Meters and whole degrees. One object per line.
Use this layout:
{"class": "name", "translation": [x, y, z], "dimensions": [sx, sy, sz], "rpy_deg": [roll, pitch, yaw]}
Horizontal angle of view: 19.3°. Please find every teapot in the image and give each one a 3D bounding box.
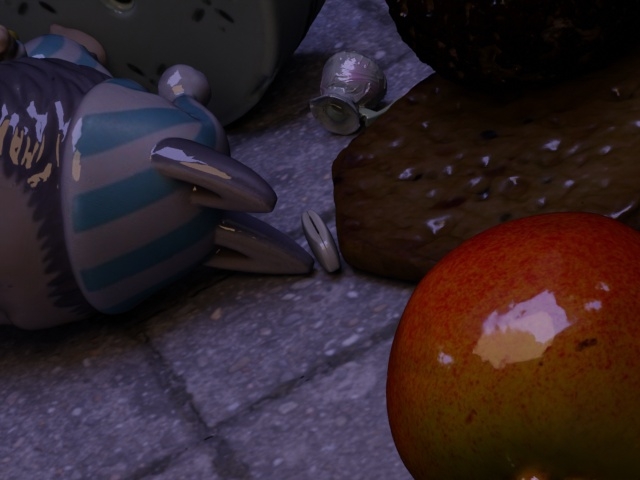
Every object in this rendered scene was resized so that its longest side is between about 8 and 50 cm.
{"class": "teapot", "translation": [0.033, -0.133, 1.768], "dimensions": [0.083, 0.064, 0.064], "rpy_deg": [22, 53, 9]}

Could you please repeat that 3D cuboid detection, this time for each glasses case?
{"class": "glasses case", "translation": [0.000, 0.000, 1.597], "dimensions": [0.021, 0.032, 0.083], "rpy_deg": [-23, 25, -3]}

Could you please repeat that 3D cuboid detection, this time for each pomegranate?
{"class": "pomegranate", "translation": [0.153, 0.104, 1.179], "dimensions": [0.221, 0.221, 0.257], "rpy_deg": [-12, 49, 17]}

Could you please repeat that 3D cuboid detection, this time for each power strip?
{"class": "power strip", "translation": [-0.172, -0.286, 1.837], "dimensions": [0.357, 0.357, 0.161], "rpy_deg": [-2, 39, 31]}

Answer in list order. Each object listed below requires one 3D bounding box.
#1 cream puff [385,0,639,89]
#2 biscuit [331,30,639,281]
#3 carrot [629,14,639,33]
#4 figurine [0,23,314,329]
{"class": "cream puff", "translation": [0.173, -0.227, 1.627], "dimensions": [0.239, 0.165, 0.239], "rpy_deg": [-14, 29, 8]}
{"class": "biscuit", "translation": [0.172, -0.075, 1.594], "dimensions": [0.359, 0.046, 0.359], "rpy_deg": [-16, 32, 11]}
{"class": "carrot", "translation": [0.314, -0.218, 1.689], "dimensions": [0.082, 0.082, 0.173], "rpy_deg": [-37, 31, -22]}
{"class": "figurine", "translation": [-0.178, -0.031, 1.664], "dimensions": [0.377, 0.266, 0.361], "rpy_deg": [25, 24, 11]}
